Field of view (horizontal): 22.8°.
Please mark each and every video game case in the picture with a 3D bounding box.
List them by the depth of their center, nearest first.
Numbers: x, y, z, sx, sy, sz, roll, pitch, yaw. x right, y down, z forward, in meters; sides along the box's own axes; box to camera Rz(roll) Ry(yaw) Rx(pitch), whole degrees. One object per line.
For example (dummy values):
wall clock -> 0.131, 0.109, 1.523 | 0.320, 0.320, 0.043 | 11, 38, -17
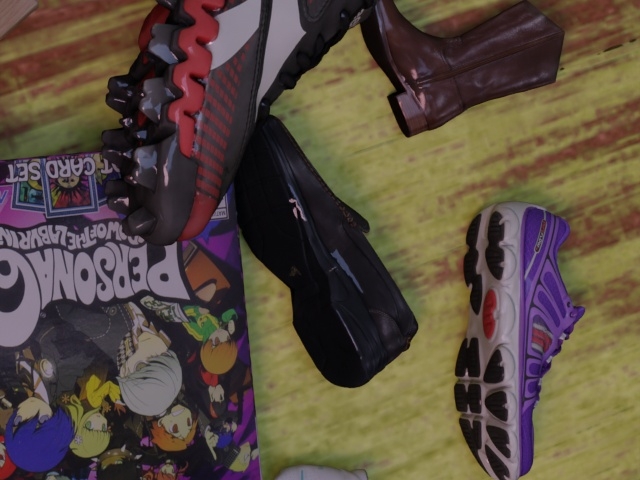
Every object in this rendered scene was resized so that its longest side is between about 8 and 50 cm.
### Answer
video game case -> -0.148, 0.058, 0.863 | 0.232, 0.042, 0.210 | -6, 94, -29

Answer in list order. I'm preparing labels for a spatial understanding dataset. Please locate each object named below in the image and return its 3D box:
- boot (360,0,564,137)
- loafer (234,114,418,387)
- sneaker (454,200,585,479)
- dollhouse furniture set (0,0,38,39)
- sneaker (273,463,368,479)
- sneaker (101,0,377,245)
boot -> 0.086, -0.128, 0.955 | 0.114, 0.037, 0.106 | -23, 109, -11
loafer -> 0.000, 0.000, 0.929 | 0.061, 0.062, 0.170 | -29, 98, -37
sneaker -> 0.126, 0.062, 0.954 | 0.071, 0.068, 0.170 | 6, 88, -21
dollhouse furniture set -> -0.284, -0.228, 0.705 | 0.303, 0.174, 0.355 | -44, 131, -12
sneaker -> -0.014, 0.205, 0.928 | 0.061, 0.054, 0.152 | 12, 81, -6
sneaker -> -0.035, -0.117, 0.867 | 0.135, 0.097, 0.276 | 20, 65, -20
